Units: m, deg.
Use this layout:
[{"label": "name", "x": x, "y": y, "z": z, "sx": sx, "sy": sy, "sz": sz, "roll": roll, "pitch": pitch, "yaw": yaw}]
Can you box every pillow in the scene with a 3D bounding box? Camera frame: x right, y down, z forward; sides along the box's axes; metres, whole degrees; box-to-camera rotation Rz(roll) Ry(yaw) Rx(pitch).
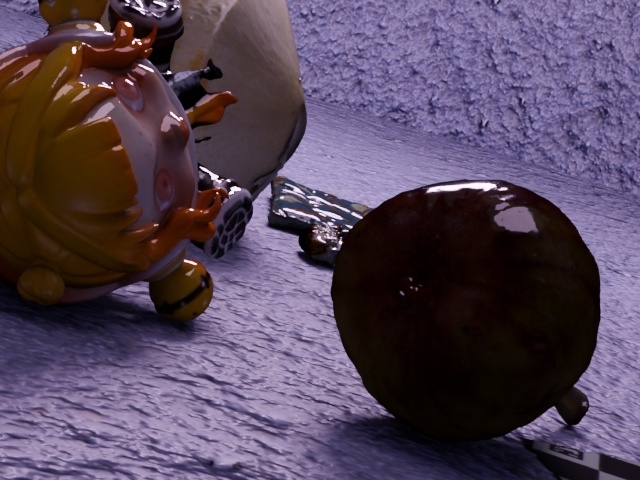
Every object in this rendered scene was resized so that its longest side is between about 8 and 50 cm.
[{"label": "pillow", "x": 0.023, "y": -0.032, "z": 2.186, "sx": 0.189, "sy": 0.034, "sz": 0.255, "roll": 16, "pitch": 10, "yaw": -5}]

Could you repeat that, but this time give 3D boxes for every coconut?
[{"label": "coconut", "x": -0.155, "y": -0.164, "z": 1.915, "sx": 0.323, "sy": 0.323, "sz": 0.323, "roll": 16, "pitch": 10, "yaw": -3}]

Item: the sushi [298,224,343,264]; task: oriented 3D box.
[{"label": "sushi", "x": 0.000, "y": 0.000, "z": 1.937, "sx": 0.046, "sy": 0.044, "sz": 0.083, "roll": 15, "pitch": 8, "yaw": -12}]

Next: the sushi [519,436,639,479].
[{"label": "sushi", "x": 0.333, "y": 0.203, "z": 1.305, "sx": 0.292, "sy": 0.059, "sz": 0.294, "roll": 13, "pitch": 11, "yaw": -19}]

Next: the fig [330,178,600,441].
[{"label": "fig", "x": 0.145, "y": 0.089, "z": 1.386, "sx": 0.217, "sy": 0.217, "sz": 0.321, "roll": 23, "pitch": -15, "yaw": 34}]

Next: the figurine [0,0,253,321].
[{"label": "figurine", "x": -0.199, "y": -0.068, "z": 1.430, "sx": 0.196, "sy": 0.320, "sz": 0.323, "roll": -17, "pitch": 7, "yaw": 28}]
